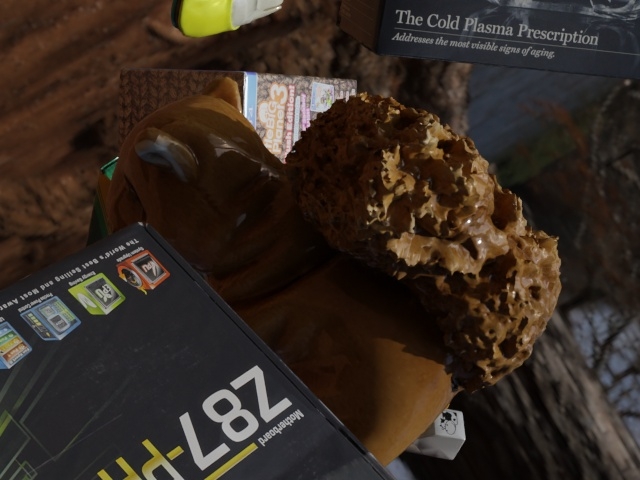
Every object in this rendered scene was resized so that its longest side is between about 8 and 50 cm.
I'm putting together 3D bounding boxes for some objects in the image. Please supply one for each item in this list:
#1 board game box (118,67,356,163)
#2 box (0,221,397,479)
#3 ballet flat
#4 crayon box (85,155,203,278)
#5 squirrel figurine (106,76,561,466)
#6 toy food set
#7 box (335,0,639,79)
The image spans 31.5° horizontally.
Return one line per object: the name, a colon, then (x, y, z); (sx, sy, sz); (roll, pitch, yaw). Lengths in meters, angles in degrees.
board game box: (-0.119, -0.179, 1.699); (0.232, 0.141, 0.291); (7, -172, 32)
box: (-0.164, 0.184, 0.739); (0.395, 0.318, 0.097); (-30, 161, -46)
ballet flat: (-0.062, -0.252, 1.090); (0.231, 0.077, 0.077); (-56, 160, -54)
crayon box: (-0.137, 0.035, 1.292); (0.081, 0.278, 0.165); (-41, 165, -37)
squirrel figurine: (0.000, 0.000, 1.034); (0.397, 0.370, 0.281); (-33, -174, 33)
toy food set: (0.094, 0.250, 1.267); (0.232, 0.104, 0.111); (-90, -164, -47)
box: (0.218, -0.350, 1.208); (0.343, 0.312, 0.179); (3, -162, -13)
